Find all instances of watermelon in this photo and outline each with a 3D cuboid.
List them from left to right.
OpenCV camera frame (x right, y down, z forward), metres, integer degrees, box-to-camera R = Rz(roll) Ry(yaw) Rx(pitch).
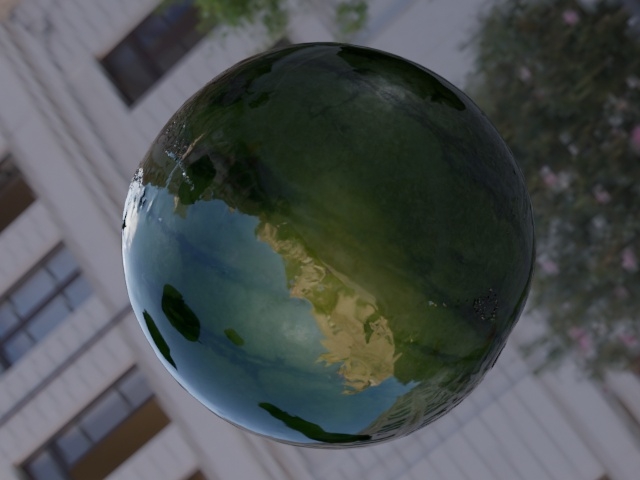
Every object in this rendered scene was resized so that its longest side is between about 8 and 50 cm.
[{"bbox_3d":[0.004,0.003,0.905,0.242,0.242,0.242,45,-165,-16],"label":"watermelon"}]
